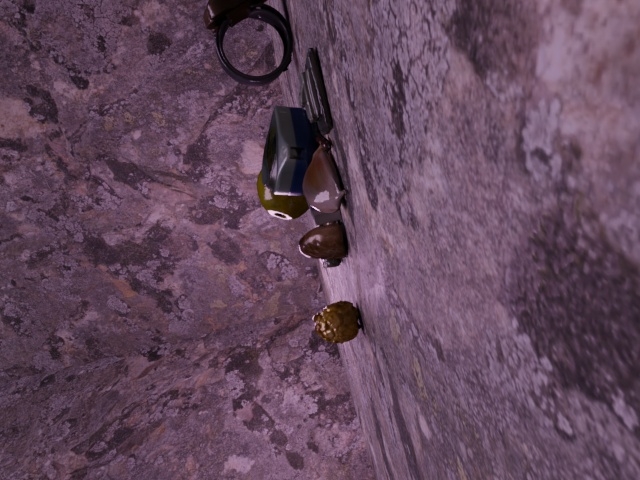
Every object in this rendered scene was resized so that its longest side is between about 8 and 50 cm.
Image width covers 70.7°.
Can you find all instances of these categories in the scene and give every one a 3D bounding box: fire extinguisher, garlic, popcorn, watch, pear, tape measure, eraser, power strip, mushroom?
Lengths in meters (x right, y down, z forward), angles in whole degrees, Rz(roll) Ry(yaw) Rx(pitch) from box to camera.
[{"bbox_3d":[0.010,-0.282,1.267,0.100,0.032,0.046,-126,23,-56],"label":"fire extinguisher"},{"bbox_3d":[0.022,-0.140,1.291,0.266,0.129,0.148,59,177,43],"label":"garlic"},{"bbox_3d":[0.059,0.285,1.586,0.180,0.180,0.170,-111,42,-65],"label":"popcorn"},{"bbox_3d":[-0.238,-0.766,1.691,0.327,0.335,0.314,58,177,-18],"label":"watch"},{"bbox_3d":[-0.142,-0.231,1.940,0.294,0.294,0.294,167,90,-87],"label":"pear"},{"bbox_3d":[-0.105,-0.283,1.501,0.262,0.138,0.259,116,154,-44],"label":"tape measure"},{"bbox_3d":[0.002,-0.130,1.498,0.212,0.092,0.046,-108,4,-53],"label":"eraser"},{"bbox_3d":[-0.028,-0.393,1.235,0.198,0.065,0.213,-135,32,-83],"label":"power strip"},{"bbox_3d":[0.000,0.000,1.530,0.286,0.151,0.156,138,117,-86],"label":"mushroom"}]

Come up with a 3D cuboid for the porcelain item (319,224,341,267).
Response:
[{"bbox_3d":[0.029,-0.007,1.717,0.081,0.069,0.215,-32,-64,-58],"label":"porcelain item"}]

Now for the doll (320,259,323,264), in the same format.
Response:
[{"bbox_3d":[0.028,0.076,2.048,0.195,0.070,0.096,155,117,-79],"label":"doll"}]
